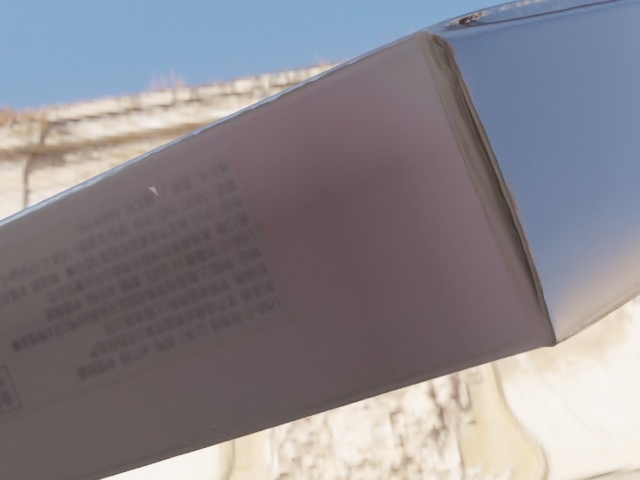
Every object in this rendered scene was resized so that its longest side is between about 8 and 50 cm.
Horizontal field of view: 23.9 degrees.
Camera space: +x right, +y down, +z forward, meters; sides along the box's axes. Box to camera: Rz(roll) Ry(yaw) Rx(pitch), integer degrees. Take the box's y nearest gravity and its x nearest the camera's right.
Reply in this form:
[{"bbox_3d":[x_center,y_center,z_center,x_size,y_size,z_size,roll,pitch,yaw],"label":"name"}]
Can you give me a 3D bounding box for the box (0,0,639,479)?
[{"bbox_3d":[0.000,0.000,0.545,0.251,0.203,0.106,-22,-91,32],"label":"box"}]
